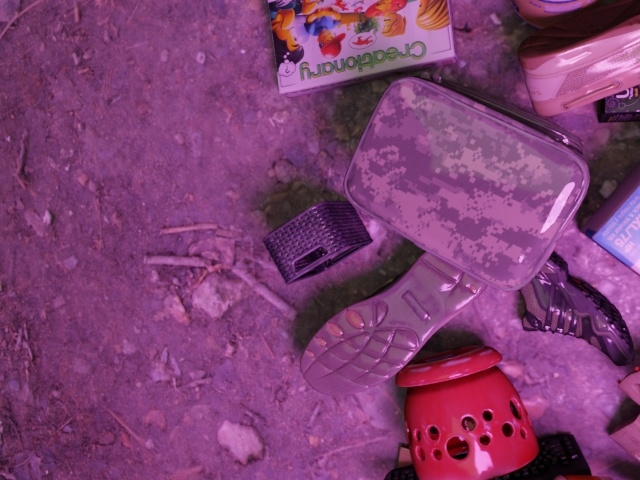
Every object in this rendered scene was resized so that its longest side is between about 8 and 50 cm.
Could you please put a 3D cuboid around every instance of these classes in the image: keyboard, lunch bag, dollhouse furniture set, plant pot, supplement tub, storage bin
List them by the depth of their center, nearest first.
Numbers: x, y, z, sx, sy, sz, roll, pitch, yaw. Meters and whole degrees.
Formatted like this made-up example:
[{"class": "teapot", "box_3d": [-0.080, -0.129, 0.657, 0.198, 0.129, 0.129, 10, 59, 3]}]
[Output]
[{"class": "supplement tub", "box_3d": [0.335, -0.380, 0.813, 0.144, 0.199, 0.144, 1, 93, 19]}, {"class": "dollhouse furniture set", "box_3d": [0.500, 0.222, 0.845, 0.129, 0.184, 0.129, -37, 66, -23]}, {"class": "lunch bag", "box_3d": [0.213, -0.103, 0.846, 0.305, 0.256, 0.213, 29, 112, 14]}, {"class": "keyboard", "box_3d": [0.240, 0.373, 0.879, 0.317, 0.201, 0.033, -18, 101, 12]}, {"class": "plant pot", "box_3d": [0.219, 0.260, 0.904, 0.191, 0.191, 0.174, -16, 82, 19]}, {"class": "storage bin", "box_3d": [0.000, 0.000, 0.964, 0.122, 0.180, 0.084, -32, 84, 18]}]

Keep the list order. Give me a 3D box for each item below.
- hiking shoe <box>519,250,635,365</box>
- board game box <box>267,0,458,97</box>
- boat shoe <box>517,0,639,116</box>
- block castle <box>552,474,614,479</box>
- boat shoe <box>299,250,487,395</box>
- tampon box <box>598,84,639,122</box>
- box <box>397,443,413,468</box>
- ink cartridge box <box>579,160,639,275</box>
[{"class": "hiking shoe", "box_3d": [0.374, 0.113, 0.904, 0.227, 0.086, 0.114, 49, 121, 15]}, {"class": "board game box", "box_3d": [0.065, -0.367, 0.985, 0.305, 0.053, 0.193, -7, 91, 19]}, {"class": "boat shoe", "box_3d": [0.432, -0.255, 0.737, 0.341, 0.122, 0.110, -14, 124, 22]}, {"class": "block castle", "box_3d": [0.416, 0.493, 0.730, 0.453, 0.213, 0.303, 11, 97, -17]}, {"class": "boat shoe", "box_3d": [0.127, 0.130, 0.953, 0.355, 0.130, 0.132, -36, 79, 11]}, {"class": "tampon box", "box_3d": [0.484, -0.234, 0.822, 0.161, 0.101, 0.120, 2, 93, 20]}, {"class": "box", "box_3d": [0.205, 0.469, 1.007, 0.164, 0.021, 0.201, 10, 96, 18]}, {"class": "ink cartridge box", "box_3d": [0.527, 0.000, 0.771, 0.270, 0.198, 0.197, 40, 105, 13]}]
